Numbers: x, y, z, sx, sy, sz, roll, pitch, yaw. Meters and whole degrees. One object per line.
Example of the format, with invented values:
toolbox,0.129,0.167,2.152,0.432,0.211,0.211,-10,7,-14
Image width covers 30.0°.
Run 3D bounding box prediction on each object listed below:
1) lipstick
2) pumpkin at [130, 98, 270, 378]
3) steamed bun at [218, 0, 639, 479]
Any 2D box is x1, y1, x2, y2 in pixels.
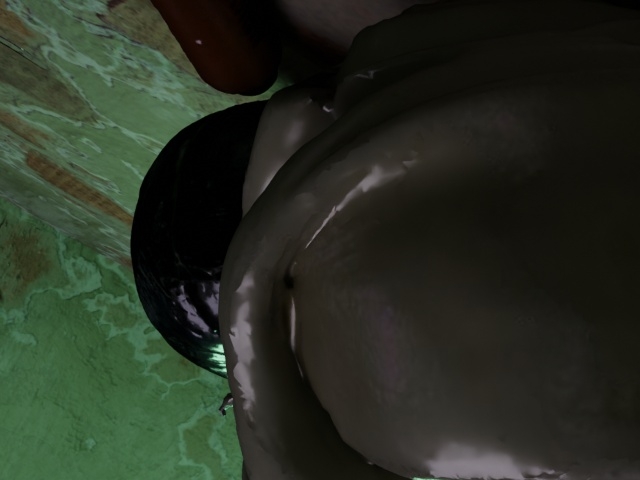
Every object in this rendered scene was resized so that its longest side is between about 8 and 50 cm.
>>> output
lipstick,-0.100,-0.197,0.733,0.077,0.077,0.418,23,168,20
pumpkin,0.000,0.000,0.969,0.315,0.238,0.315,9,164,3
steamed bun,0.098,-0.004,0.635,0.342,0.255,0.368,-13,-170,8
